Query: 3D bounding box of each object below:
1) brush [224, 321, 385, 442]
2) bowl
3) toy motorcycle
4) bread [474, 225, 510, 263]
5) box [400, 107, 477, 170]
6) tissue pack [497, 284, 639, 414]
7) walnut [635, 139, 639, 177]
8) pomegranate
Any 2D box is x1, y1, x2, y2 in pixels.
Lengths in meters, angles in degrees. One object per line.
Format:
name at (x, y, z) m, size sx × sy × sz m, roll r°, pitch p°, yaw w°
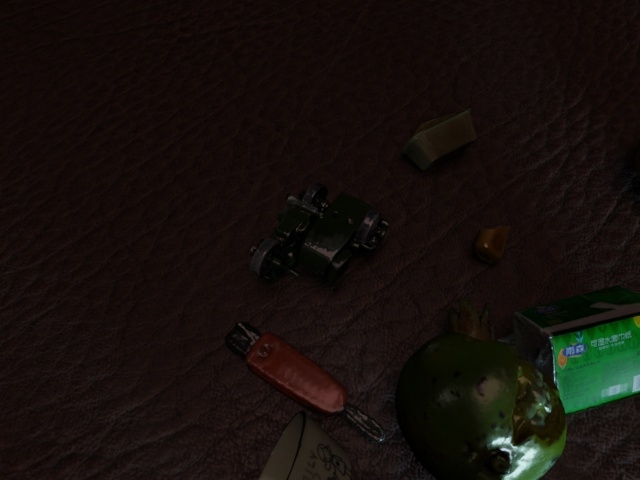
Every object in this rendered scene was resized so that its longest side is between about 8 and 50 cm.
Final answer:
brush at (-0.032, 0.245, 0.712) m, size 0.323 × 0.051 × 0.070 m, roll 30°, pitch 60°, yaw 20°
bowl at (-0.027, 0.369, 0.554) m, size 0.126 × 0.238 × 0.238 m, roll 28°, pitch 65°, yaw -2°
toy motorcycle at (0.000, 0.000, 0.806) m, size 0.205 × 0.127 × 0.275 m, roll 28°, pitch 59°, yaw 15°
bread at (0.343, -0.006, 0.832) m, size 0.062 × 0.049 × 0.103 m, roll 37°, pitch 62°, yaw -18°
box at (0.267, -0.234, 0.933) m, size 0.177 × 0.111 × 0.111 m, roll -27°, pitch 64°, yaw -13°
tissue pack at (0.430, 0.170, 0.692) m, size 0.208 × 0.156 × 0.148 m, roll -12°, pitch 105°, yaw -7°
walnut at (0.759, -0.170, 0.836) m, size 0.195 × 0.195 × 0.222 m, roll 25°, pitch 61°, yaw 14°
pomegranate at (0.234, 0.224, 0.640) m, size 0.235 × 0.236 × 0.302 m, roll 8°, pitch 31°, yaw 5°
